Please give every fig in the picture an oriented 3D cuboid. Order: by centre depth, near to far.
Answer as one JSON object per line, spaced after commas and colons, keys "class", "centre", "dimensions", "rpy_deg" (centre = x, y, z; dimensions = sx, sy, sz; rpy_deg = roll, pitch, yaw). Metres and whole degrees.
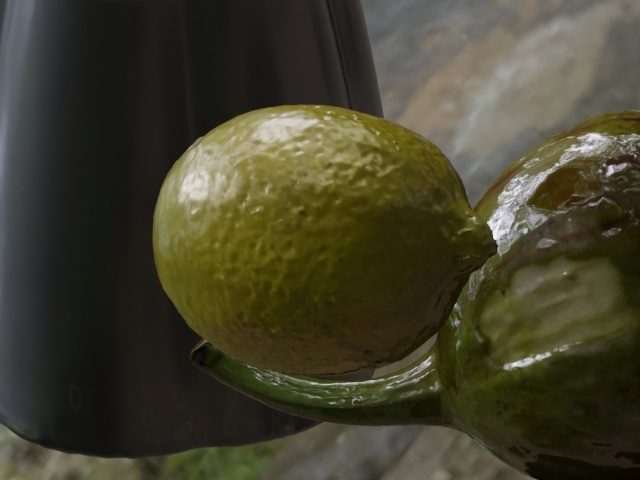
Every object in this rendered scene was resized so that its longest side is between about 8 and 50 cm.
{"class": "fig", "centre": [0.064, 0.040, 0.612], "dimensions": [0.245, 0.149, 0.149], "rpy_deg": [-16, 25, 14]}

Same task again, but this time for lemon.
{"class": "lemon", "centre": [0.000, 0.000, 0.467], "dimensions": [0.110, 0.082, 0.082], "rpy_deg": [7, 53, 35]}

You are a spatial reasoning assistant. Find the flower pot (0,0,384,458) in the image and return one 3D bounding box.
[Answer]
{"class": "flower pot", "centre": [-0.088, -0.059, 0.826], "dimensions": [0.265, 0.265, 0.243], "rpy_deg": [-76, -14, -58]}
